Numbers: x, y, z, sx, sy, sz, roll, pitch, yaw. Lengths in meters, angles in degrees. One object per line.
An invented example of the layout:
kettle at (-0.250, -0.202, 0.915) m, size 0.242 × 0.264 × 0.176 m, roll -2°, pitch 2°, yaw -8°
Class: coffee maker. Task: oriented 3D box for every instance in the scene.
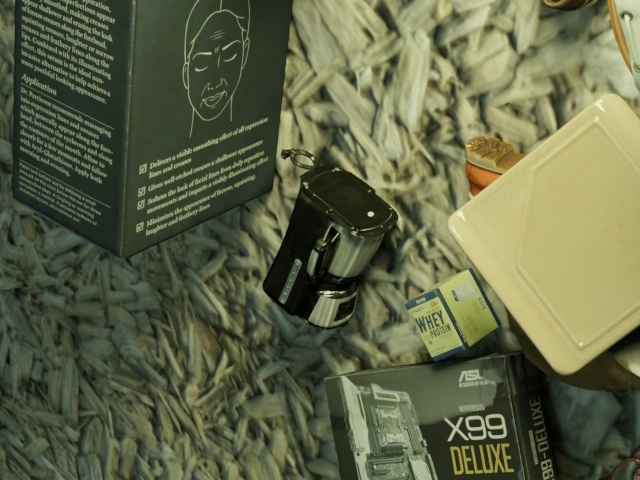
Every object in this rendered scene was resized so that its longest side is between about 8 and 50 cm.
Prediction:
coffee maker at (0.000, 0.000, 1.791) m, size 0.171 × 0.120 × 0.178 m, roll 58°, pitch 138°, yaw 38°

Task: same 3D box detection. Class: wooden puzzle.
wooden puzzle at (0.293, -0.006, 1.501) m, size 0.238 × 0.044 × 0.221 m, roll -38°, pitch 81°, yaw 9°

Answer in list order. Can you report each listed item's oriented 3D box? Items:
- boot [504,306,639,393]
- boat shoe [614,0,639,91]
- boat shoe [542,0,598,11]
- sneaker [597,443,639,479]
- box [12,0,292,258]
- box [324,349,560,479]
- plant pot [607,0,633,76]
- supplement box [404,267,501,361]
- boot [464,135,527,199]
boot at (0.348, 0.129, 1.559) m, size 0.305 × 0.112 × 0.115 m, roll 24°, pitch 142°, yaw 36°
boat shoe at (0.264, -0.251, 1.166) m, size 0.096 × 0.098 × 0.277 m, roll -8°, pitch 105°, yaw 42°
boat shoe at (0.236, -0.363, 1.422) m, size 0.095 × 0.095 × 0.258 m, roll -11°, pitch 101°, yaw 43°
sneaker at (0.421, 0.298, 1.552) m, size 0.281 × 0.106 × 0.163 m, roll -17°, pitch 94°, yaw 44°
box at (-0.209, -0.226, 1.730) m, size 0.212 × 0.293 × 0.396 m, roll 26°, pitch 124°, yaw 29°
box at (0.155, 0.274, 1.753) m, size 0.307 × 0.076 × 0.243 m, roll -11°, pitch 87°, yaw 43°
plant pot at (0.432, -0.239, 1.234) m, size 0.290 × 0.203 × 0.291 m, roll 17°, pitch 118°, yaw 35°
supplement box at (0.163, 0.091, 1.694) m, size 0.056 × 0.083 × 0.083 m, roll -29°, pitch 89°, yaw 44°
boot at (0.235, -0.056, 1.593) m, size 0.158 × 0.059 × 0.085 m, roll 28°, pitch 133°, yaw 34°
